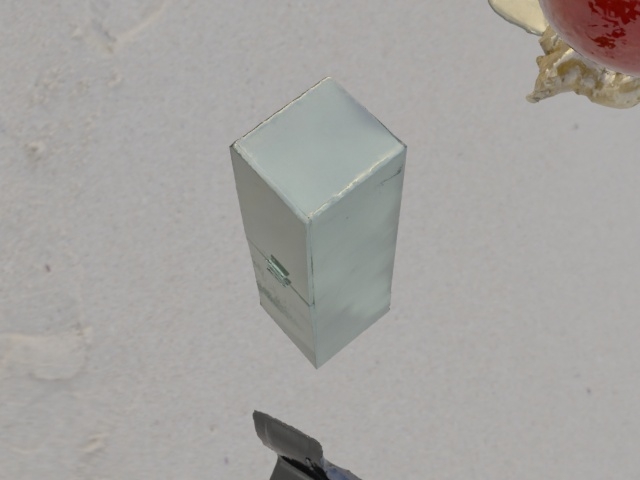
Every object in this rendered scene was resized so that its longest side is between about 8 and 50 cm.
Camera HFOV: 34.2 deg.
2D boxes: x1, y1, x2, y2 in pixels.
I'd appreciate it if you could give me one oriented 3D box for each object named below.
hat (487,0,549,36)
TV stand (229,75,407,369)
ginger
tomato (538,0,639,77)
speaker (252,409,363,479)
[{"bbox_3d":[0.399,-0.387,1.603,0.149,0.245,0.214,31,98,-35],"label":"hat"},{"bbox_3d":[0.000,0.000,0.777,0.088,0.269,0.083,-38,68,-17],"label":"TV stand"},{"bbox_3d":[0.307,-0.216,1.126,0.133,0.059,0.214,17,55,12],"label":"ginger"},{"bbox_3d":[0.320,-0.198,0.811,0.338,0.338,0.143,3,88,-43],"label":"tomato"},{"bbox_3d":[-0.058,0.443,1.381,0.184,0.180,0.388,26,83,-44],"label":"speaker"}]
